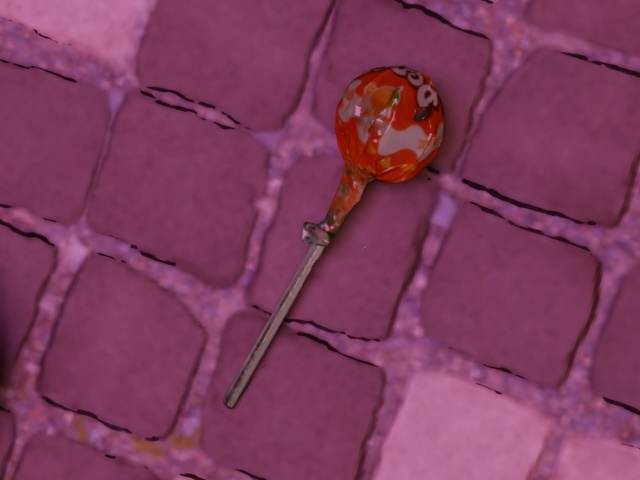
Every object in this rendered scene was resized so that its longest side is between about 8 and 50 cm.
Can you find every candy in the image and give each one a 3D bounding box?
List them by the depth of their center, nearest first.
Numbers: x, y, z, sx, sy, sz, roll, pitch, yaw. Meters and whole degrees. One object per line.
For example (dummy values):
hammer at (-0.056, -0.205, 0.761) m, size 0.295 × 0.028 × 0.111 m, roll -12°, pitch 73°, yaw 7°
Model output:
candy at (0.000, 0.000, 0.880) m, size 0.055 × 0.049 × 0.185 m, roll 37°, pitch 100°, yaw 37°
